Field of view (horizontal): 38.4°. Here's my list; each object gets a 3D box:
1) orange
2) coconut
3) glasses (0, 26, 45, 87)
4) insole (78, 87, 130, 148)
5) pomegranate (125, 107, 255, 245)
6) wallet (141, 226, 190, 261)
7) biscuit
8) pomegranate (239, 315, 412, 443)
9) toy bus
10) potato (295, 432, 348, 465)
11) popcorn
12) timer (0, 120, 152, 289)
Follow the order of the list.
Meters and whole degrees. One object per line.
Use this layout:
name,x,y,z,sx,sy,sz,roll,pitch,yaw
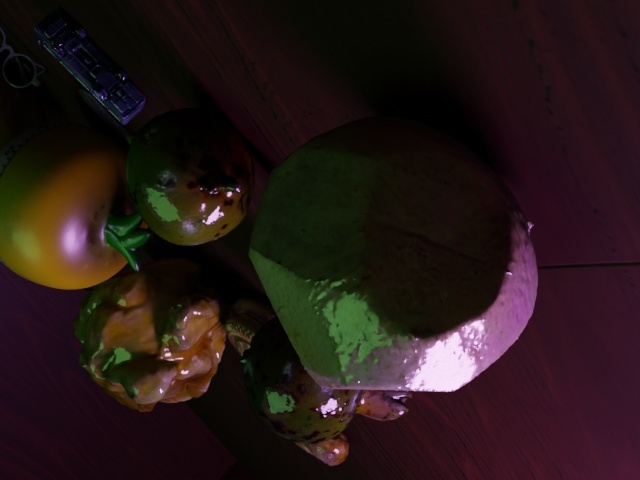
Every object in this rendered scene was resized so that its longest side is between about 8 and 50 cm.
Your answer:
orange,-0.595,-0.232,1.611,0.249,0.183,0.249,30,155,15
coconut,0.054,0.016,0.737,0.237,0.197,0.237,51,164,20
glasses,-0.501,-0.301,1.508,0.140,0.062,0.104,46,-176,-3
insole,-0.303,-0.162,1.415,0.193,0.006,0.065,47,162,-7
pomegranate,-0.151,-0.087,1.077,0.156,0.156,0.220,54,-169,-27
wallet,-0.342,-0.040,1.708,0.230,0.042,0.124,50,155,-24
biscuit,-0.065,0.198,1.575,0.259,0.079,0.259,38,161,15
pomegranate,0.007,0.196,1.289,0.247,0.202,0.202,15,163,-6
toy bus,-0.304,-0.227,1.213,0.166,0.047,0.065,46,166,-5
potato,-0.006,0.403,1.890,0.170,0.080,0.107,14,138,52
popcorn,-0.301,0.162,1.661,0.279,0.274,0.335,24,158,19
timer,-0.363,-0.038,1.430,0.285,0.285,0.285,39,161,16
